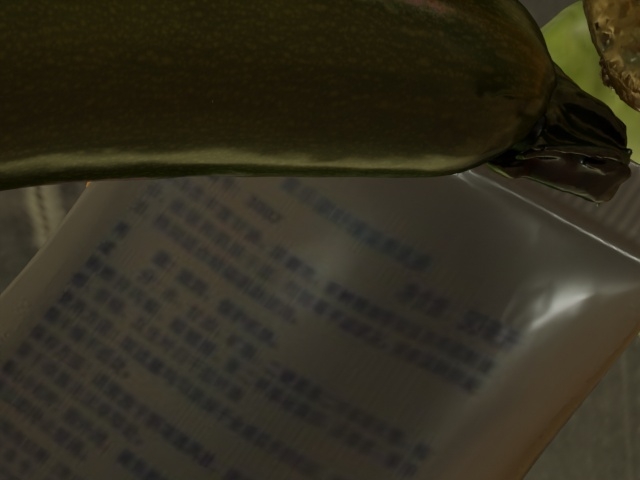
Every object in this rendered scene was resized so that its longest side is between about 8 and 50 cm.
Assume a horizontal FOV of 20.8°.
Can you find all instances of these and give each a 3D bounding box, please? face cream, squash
[{"bbox_3d":[-0.068,0.097,0.625,0.234,0.420,0.137,32,169,29],"label":"face cream"},{"bbox_3d":[-0.056,-0.042,0.400,0.071,0.318,0.080,-13,81,56],"label":"squash"}]

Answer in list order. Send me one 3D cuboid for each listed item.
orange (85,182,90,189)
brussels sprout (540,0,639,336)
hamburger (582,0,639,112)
[{"bbox_3d":[0.000,0.000,0.906,0.246,0.246,0.246,12,123,19],"label":"orange"},{"bbox_3d":[0.257,-0.054,1.197,0.328,0.247,0.328,-6,147,-4],"label":"brussels sprout"},{"bbox_3d":[0.199,-0.107,0.709,0.185,0.131,0.159,-11,70,34],"label":"hamburger"}]
